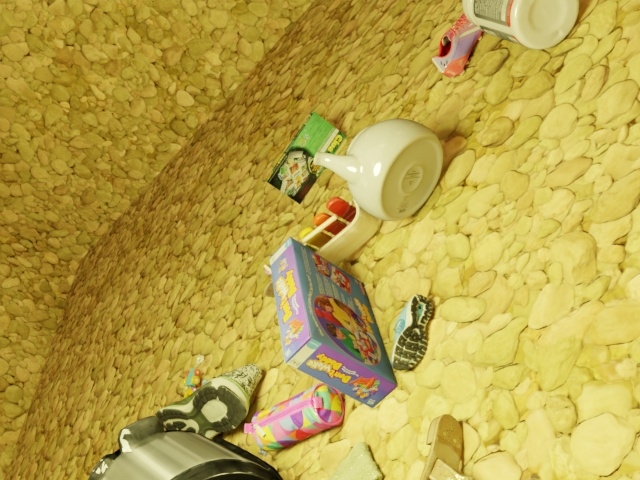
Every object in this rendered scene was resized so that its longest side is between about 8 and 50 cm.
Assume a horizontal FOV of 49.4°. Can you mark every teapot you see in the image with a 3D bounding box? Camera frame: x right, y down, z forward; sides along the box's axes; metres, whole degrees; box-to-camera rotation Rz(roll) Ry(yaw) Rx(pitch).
[{"bbox_3d":[0.149,-0.180,1.608,0.252,0.256,0.187,-48,52,-8],"label":"teapot"}]

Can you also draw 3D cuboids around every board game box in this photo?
[{"bbox_3d":[0.018,0.165,1.484,0.078,0.233,0.347,-46,28,20],"label":"board game box"},{"bbox_3d":[-0.044,-0.254,2.150,0.259,0.136,0.030,-55,24,2],"label":"board game box"}]

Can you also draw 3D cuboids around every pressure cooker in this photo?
[{"bbox_3d":[-0.282,0.569,1.384,0.420,0.376,0.369,-3,61,57],"label":"pressure cooker"}]

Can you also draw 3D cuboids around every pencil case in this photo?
[{"bbox_3d":[-0.056,0.388,1.514,0.236,0.104,0.104,-34,35,36],"label":"pencil case"}]

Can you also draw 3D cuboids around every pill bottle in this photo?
[{"bbox_3d":[0.454,-0.549,1.622,0.161,0.161,0.283,-51,28,11],"label":"pill bottle"}]

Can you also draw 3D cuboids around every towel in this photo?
[{"bbox_3d":[0.054,0.466,1.324,0.148,0.027,0.110,-52,28,9],"label":"towel"}]

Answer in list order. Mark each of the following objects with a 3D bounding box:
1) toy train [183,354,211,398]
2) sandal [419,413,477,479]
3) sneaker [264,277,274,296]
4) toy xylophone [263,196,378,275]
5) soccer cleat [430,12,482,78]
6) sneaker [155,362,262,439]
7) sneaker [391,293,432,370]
[{"bbox_3d":[-0.346,0.418,2.019,0.125,0.046,0.166,-48,31,15],"label":"toy train"},{"bbox_3d":[0.211,0.374,1.099,0.079,0.088,0.240,-40,26,40],"label":"sandal"},{"bbox_3d":[-0.128,0.106,1.996,0.118,0.042,0.067,-52,30,-8],"label":"sneaker"},{"bbox_3d":[0.000,0.000,1.696,0.323,0.236,0.081,-37,62,7],"label":"toy xylophone"},{"bbox_3d":[0.367,-0.541,1.828,0.083,0.095,0.248,-3,59,58],"label":"soccer cleat"},{"bbox_3d":[-0.281,0.436,1.844,0.410,0.158,0.182,-32,5,42],"label":"sneaker"},{"bbox_3d":[0.178,0.191,1.405,0.162,0.063,0.073,-66,11,-28],"label":"sneaker"}]
